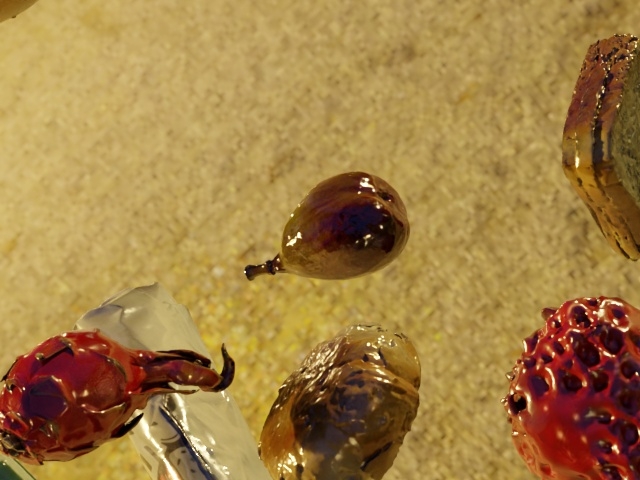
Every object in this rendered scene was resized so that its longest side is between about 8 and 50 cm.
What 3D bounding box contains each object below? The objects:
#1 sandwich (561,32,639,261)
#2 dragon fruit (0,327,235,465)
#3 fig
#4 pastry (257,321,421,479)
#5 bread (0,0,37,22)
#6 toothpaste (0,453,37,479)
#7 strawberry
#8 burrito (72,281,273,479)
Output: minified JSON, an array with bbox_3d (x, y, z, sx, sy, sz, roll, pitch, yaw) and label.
[{"bbox_3d":[0.494,-0.139,2.178,0.099,0.301,0.271,-6,51,33],"label":"sandwich"},{"bbox_3d":[-0.154,0.104,1.003,0.190,0.094,0.094,-17,14,-32],"label":"dragon fruit"},{"bbox_3d":[-0.001,-0.002,2.042,0.274,0.145,0.170,-25,36,20],"label":"fig"},{"bbox_3d":[0.015,0.131,1.018,0.153,0.081,0.153,-48,10,12],"label":"pastry"},{"bbox_3d":[-0.316,-0.371,1.372,0.192,0.314,0.171,-5,-4,-14],"label":"bread"},{"bbox_3d":[-0.200,0.312,1.208,0.099,0.392,0.061,-50,-8,26],"label":"toothpaste"},{"bbox_3d":[0.421,0.253,1.817,0.295,0.317,0.345,-31,54,-15],"label":"strawberry"},{"bbox_3d":[-0.124,0.197,1.338,0.101,0.139,0.445,-47,47,14],"label":"burrito"}]
